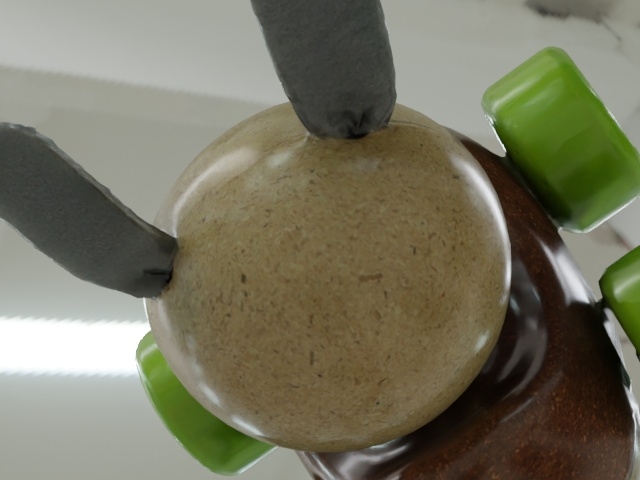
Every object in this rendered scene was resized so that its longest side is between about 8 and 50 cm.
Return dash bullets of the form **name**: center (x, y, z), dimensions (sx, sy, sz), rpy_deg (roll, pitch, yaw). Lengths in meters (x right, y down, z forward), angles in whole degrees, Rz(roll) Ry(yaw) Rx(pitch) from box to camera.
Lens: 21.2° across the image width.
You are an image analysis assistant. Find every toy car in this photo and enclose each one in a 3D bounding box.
- **toy car**: center (0.000, 0.000, 0.423), dimensions (0.155, 0.149, 0.188), rpy_deg (-35, -42, 9)
